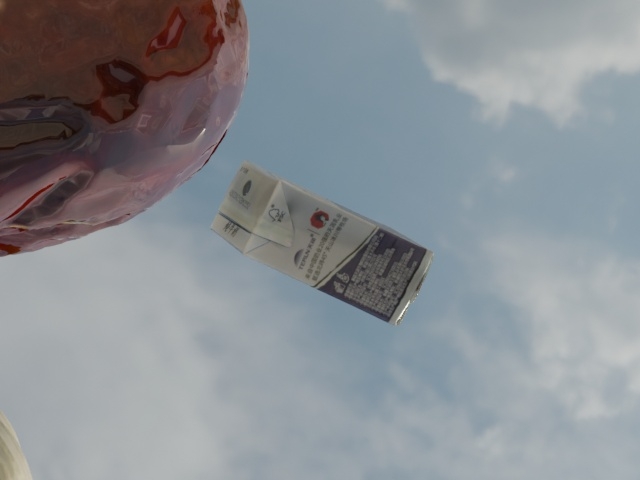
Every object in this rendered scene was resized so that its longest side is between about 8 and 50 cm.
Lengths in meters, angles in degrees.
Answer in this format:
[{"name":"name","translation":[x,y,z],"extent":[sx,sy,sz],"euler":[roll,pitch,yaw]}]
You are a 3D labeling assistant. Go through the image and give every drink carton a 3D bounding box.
[{"name":"drink carton","translation":[0.000,0.000,1.813],"extent":[0.222,0.102,0.134],"euler":[26,-175,-24]}]

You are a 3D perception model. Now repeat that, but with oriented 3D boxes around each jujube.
[{"name":"jujube","translation":[-0.157,-0.066,0.692],"extent":[0.255,0.190,0.190],"euler":[-33,-125,-20]}]

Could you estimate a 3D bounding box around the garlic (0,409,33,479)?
[{"name":"garlic","translation":[-0.297,0.221,1.126],"extent":[0.203,0.281,0.185],"euler":[48,-168,4]}]
